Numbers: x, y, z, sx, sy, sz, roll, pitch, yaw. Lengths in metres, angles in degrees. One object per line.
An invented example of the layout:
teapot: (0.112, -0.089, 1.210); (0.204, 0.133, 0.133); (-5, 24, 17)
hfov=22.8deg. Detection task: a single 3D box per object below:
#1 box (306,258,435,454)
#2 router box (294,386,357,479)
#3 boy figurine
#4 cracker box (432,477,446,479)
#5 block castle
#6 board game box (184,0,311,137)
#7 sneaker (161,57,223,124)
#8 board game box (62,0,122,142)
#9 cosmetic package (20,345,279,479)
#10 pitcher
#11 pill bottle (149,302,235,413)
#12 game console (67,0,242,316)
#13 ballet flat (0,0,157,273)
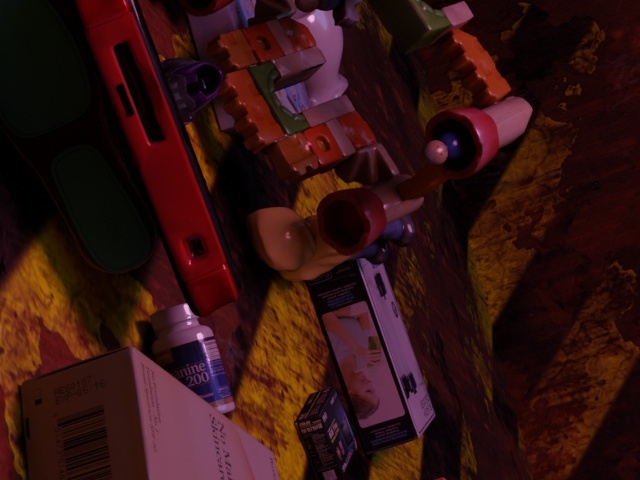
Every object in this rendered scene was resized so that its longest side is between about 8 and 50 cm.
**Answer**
box: (0.077, 0.159, 2.385); (0.169, 0.087, 0.290); (-19, 91, -76)
router box: (0.009, 0.256, 2.091); (0.122, 0.038, 0.092); (-54, 124, -74)
boy figurine: (0.000, 0.000, 2.169); (0.285, 0.177, 0.092); (-5, 66, -48)
cracker box: (0.056, 0.341, 1.747); (0.156, 0.232, 0.067); (48, 28, -58)
block castle: (0.021, -0.235, 2.004); (0.213, 0.303, 0.453); (-26, 83, -49)
board game box: (-0.112, -0.301, 2.299); (0.318, 0.066, 0.319); (9, 63, -75)
sneaker: (-0.152, -0.183, 1.915); (0.224, 0.098, 0.083); (-64, 134, -71)
board game box: (-0.252, -0.213, 1.673); (0.193, 0.045, 0.147); (56, 20, -49)
cosmetic package: (-0.136, 0.227, 1.404); (0.309, 0.113, 0.160); (46, 28, -59)
pitcher: (-0.025, -0.285, 2.548); (0.207, 0.125, 0.178); (73, 23, -46)
pill bottle: (-0.135, 0.127, 1.632); (0.067, 0.067, 0.120); (3, 69, -76)
game console: (-0.175, -0.141, 1.578); (0.342, 0.060, 0.387); (-117, -172, -66)
ballet flat: (-0.245, -0.114, 1.493); (0.106, 0.107, 0.316); (-113, -175, -64)
